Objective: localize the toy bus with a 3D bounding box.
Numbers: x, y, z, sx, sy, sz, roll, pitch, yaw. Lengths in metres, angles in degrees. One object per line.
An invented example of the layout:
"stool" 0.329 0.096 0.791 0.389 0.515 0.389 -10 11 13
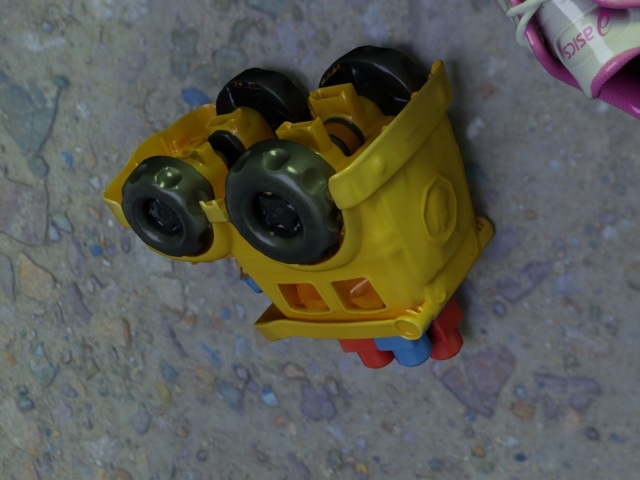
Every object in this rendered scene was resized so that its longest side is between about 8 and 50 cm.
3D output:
"toy bus" 0.000 0.000 0.915 0.220 0.149 0.211 -3 124 38

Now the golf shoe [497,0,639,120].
"golf shoe" 0.114 -0.155 0.678 0.306 0.140 0.115 30 137 -17
